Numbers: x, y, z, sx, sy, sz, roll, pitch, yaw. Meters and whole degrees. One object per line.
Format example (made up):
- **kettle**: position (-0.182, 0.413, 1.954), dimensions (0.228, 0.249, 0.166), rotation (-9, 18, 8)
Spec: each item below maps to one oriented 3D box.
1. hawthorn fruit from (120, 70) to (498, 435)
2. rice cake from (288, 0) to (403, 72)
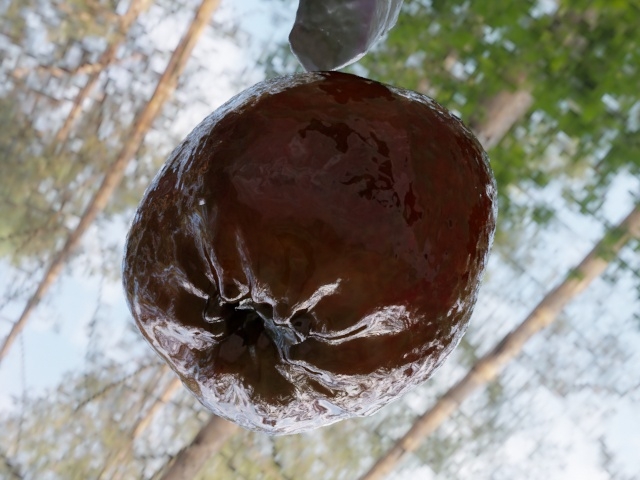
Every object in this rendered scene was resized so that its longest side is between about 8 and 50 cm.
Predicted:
- **hawthorn fruit**: position (0.000, 0.000, 0.529), dimensions (0.128, 0.128, 0.128), rotation (14, -130, -18)
- **rice cake**: position (0.042, -0.235, 0.859), dimensions (0.050, 0.298, 0.106), rotation (16, -158, 9)
